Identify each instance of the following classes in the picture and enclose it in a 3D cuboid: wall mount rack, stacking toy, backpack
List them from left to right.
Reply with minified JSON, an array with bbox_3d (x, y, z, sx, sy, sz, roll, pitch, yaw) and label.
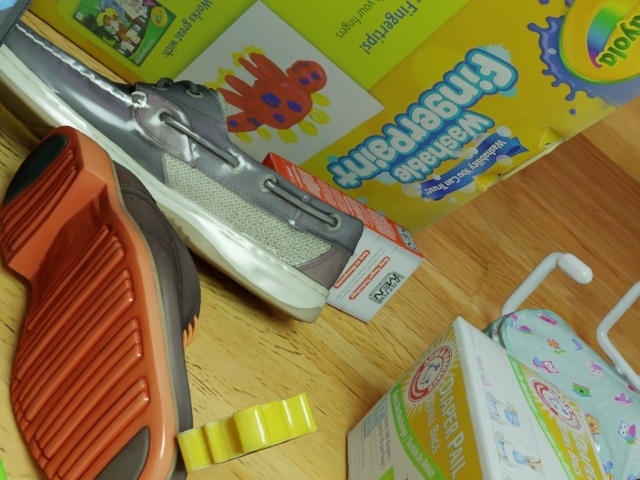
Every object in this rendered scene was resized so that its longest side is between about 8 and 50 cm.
[{"bbox_3d":[-0.056,0.149,0.394,0.221,0.052,0.167,-3,73,-55],"label":"stacking toy"},{"bbox_3d":[0.166,0.138,0.810,0.182,0.115,0.152,47,23,25],"label":"backpack"},{"bbox_3d":[0.319,0.151,1.038,0.350,0.130,0.304,13,33,-51],"label":"wall mount rack"}]

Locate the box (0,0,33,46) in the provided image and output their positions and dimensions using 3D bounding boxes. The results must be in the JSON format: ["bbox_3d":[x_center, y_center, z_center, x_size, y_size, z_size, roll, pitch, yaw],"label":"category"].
[{"bbox_3d":[-0.174,-0.186,0.612,0.073,0.295,0.293,31,22,-24],"label":"box"}]

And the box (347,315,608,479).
[{"bbox_3d":[0.088,0.150,0.641,0.103,0.114,0.203,36,19,-14],"label":"box"}]

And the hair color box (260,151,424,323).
[{"bbox_3d":[0.000,0.000,0.864,0.141,0.072,0.043,29,22,-31],"label":"hair color box"}]

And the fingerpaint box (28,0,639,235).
[{"bbox_3d":[0.036,-0.212,0.831,0.371,0.445,0.163,36,58,-12],"label":"fingerpaint box"}]

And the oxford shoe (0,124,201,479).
[{"bbox_3d":[-0.092,0.038,0.586,0.098,0.097,0.271,34,20,-35],"label":"oxford shoe"}]

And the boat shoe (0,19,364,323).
[{"bbox_3d":[-0.093,-0.058,0.747,0.285,0.092,0.103,38,-9,-16],"label":"boat shoe"}]
